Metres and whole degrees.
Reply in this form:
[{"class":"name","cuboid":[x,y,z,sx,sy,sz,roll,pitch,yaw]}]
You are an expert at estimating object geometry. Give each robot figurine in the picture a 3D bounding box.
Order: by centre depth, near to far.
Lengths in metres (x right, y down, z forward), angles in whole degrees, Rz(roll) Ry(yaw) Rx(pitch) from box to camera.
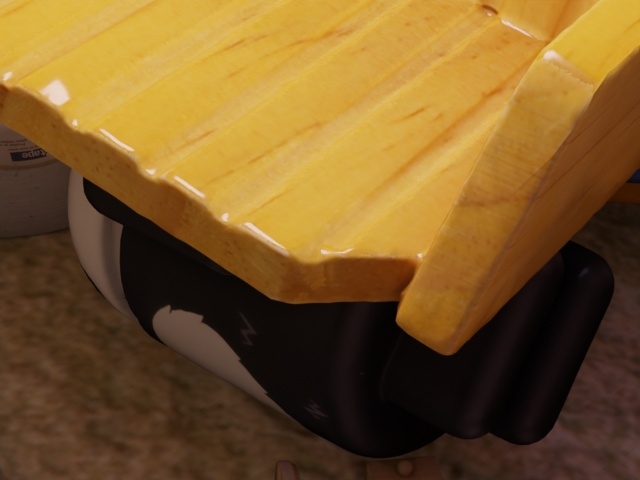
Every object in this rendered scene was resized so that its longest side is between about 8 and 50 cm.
[{"class":"robot figurine","cuboid":[0.000,0.002,0.867,0.278,0.209,0.173,27,58,32]}]

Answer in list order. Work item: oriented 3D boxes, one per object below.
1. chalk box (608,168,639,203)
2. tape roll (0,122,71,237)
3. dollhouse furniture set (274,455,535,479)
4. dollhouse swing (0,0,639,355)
[{"class":"chalk box","cuboid":[0.197,-0.137,0.932,0.289,0.179,0.180,6,46,24]},{"class":"tape roll","cuboid":[-0.164,-0.104,0.942,0.219,0.219,0.072,-9,45,-16]},{"class":"dollhouse furniture set","cuboid":[0.056,0.139,0.757,0.151,0.123,0.144,-3,42,-9]},{"class":"dollhouse swing","cuboid":[0.018,-0.209,0.720,0.347,0.305,0.315,33,43,16]}]
